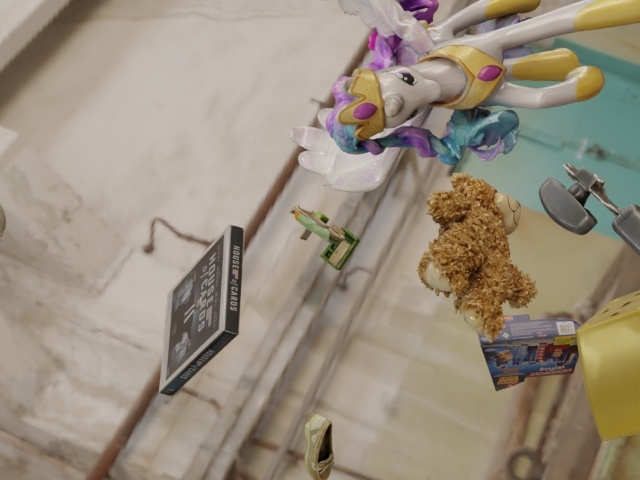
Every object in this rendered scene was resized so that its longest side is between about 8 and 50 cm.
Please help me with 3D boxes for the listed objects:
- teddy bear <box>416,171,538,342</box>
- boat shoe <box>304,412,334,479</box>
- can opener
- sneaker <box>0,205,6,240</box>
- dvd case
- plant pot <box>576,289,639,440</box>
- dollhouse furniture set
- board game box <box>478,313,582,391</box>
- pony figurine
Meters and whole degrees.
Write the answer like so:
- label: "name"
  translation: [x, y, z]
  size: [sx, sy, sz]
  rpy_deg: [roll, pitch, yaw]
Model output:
- label: "teddy bear"
  translation: [0.248, 0.012, 1.532]
  size: [0.113, 0.245, 0.338]
  rpy_deg: [-41, -5, 31]
- label: "boat shoe"
  translation: [0.004, 0.400, 1.883]
  size: [0.056, 0.048, 0.153]
  rpy_deg: [-26, -57, -43]
- label: "can opener"
  translation: [0.410, 0.002, 1.333]
  size: [0.095, 0.283, 0.076]
  rpy_deg: [-47, -32, 16]
- label: "sneaker"
  translation: [-0.431, -0.049, 0.974]
  size: [0.090, 0.235, 0.095]
  rpy_deg: [-61, 33, 0]
- label: "dvd case"
  translation: [-0.180, 0.108, 1.489]
  size: [0.238, 0.029, 0.179]
  rpy_deg: [-44, 37, 47]
- label: "plant pot"
  translation: [0.555, 0.186, 1.651]
  size: [0.212, 0.187, 0.212]
  rpy_deg: [-27, -2, -42]
- label: "dollhouse furniture set"
  translation: [0.000, 0.000, 1.446]
  size: [0.059, 0.076, 0.151]
  rpy_deg: [-54, -24, 8]
- label: "board game box"
  translation: [0.387, 0.214, 1.885]
  size: [0.194, 0.194, 0.060]
  rpy_deg: [86, 180, -54]
- label: "pony figurine"
  translation: [0.117, -0.200, 1.087]
  size: [0.363, 0.351, 0.303]
  rpy_deg: [-18, -67, -21]
